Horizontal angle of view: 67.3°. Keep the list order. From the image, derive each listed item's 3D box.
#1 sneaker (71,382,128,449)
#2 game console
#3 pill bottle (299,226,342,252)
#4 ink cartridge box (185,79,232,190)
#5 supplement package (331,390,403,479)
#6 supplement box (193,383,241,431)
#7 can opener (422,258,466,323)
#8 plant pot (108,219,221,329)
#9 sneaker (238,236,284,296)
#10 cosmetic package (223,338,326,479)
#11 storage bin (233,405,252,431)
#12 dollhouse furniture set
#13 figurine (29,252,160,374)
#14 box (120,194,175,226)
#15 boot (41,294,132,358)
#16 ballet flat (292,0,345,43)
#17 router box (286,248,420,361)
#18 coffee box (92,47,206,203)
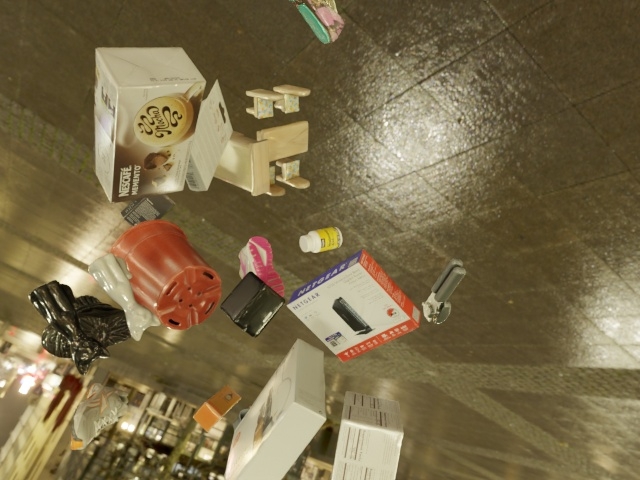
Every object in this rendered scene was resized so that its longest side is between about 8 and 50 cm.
[{"bbox_3d":[-0.615,0.490,1.360,0.121,0.099,0.262,9,-166,-11],"label":"sneaker"},{"bbox_3d":[-0.169,0.159,1.200,0.107,0.122,0.071,42,174,-20],"label":"game console"},{"bbox_3d":[0.000,0.000,1.398,0.116,0.065,0.065,-13,172,-32],"label":"pill bottle"},{"bbox_3d":[-0.308,-0.276,1.267,0.066,0.232,0.189,4,146,7],"label":"ink cartridge box"},{"bbox_3d":[0.107,0.540,1.180,0.145,0.262,0.204,10,-177,6],"label":"supplement package"},{"bbox_3d":[-0.367,0.596,1.729,0.078,0.080,0.233,42,-174,7],"label":"supplement box"},{"bbox_3d":[0.424,0.175,1.641,0.093,0.074,0.280,4,133,-13],"label":"can opener"},{"bbox_3d":[-0.442,0.112,1.415,0.265,0.272,0.272,29,164,39],"label":"plant pot"},{"bbox_3d":[-0.197,0.121,1.550,0.103,0.252,0.111,-2,163,-39],"label":"sneaker"},{"bbox_3d":[-0.122,0.487,1.263,0.097,0.377,0.284,31,-165,-9],"label":"cosmetic package"},{"bbox_3d":[-0.225,0.606,1.603,0.135,0.098,0.091,3,143,-39],"label":"storage bin"},{"bbox_3d":[-0.163,-0.322,1.683,0.256,0.394,0.362,25,125,37],"label":"dollhouse furniture set"},{"bbox_3d":[-0.500,0.161,1.094,0.209,0.215,0.092,57,146,2],"label":"figurine"},{"bbox_3d":[-0.613,-0.113,1.701,0.093,0.158,0.156,48,168,-25],"label":"box"},{"bbox_3d":[-0.810,0.277,1.590,0.260,0.131,0.348,12,-177,26],"label":"boot"},{"bbox_3d":[-0.029,-0.501,0.968,0.221,0.079,0.077,37,175,-36],"label":"ballet flat"},{"bbox_3d":[0.107,0.228,1.604,0.335,0.082,0.301,-35,107,33],"label":"router box"},{"bbox_3d":[-0.356,-0.227,0.975,0.119,0.168,0.297,54,139,23],"label":"coffee box"}]
